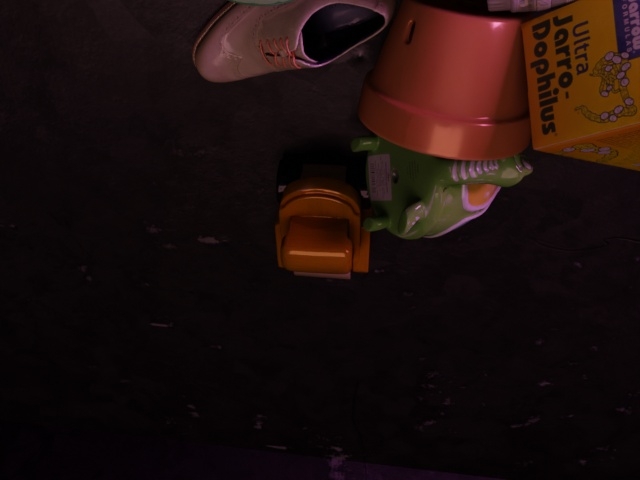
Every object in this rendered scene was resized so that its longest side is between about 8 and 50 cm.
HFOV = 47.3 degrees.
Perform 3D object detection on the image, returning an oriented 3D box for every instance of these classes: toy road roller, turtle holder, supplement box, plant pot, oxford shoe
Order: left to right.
[{"bbox_3d":[-0.059,-0.346,1.214,0.397,0.146,0.140,-19,132,27],"label":"oxford shoe"},{"bbox_3d":[0.000,0.000,1.514,0.202,0.241,0.329,4,138,5],"label":"toy road roller"},{"bbox_3d":[0.217,-0.138,1.320,0.227,0.243,0.320,-6,155,-24],"label":"turtle holder"},{"bbox_3d":[0.216,-0.280,1.169,0.290,0.291,0.203,8,122,0],"label":"plant pot"},{"bbox_3d":[0.487,-0.226,1.087,0.356,0.194,0.195,3,170,-41],"label":"supplement box"}]

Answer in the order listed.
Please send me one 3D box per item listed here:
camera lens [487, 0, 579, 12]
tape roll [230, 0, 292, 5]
[{"bbox_3d":[0.358,-0.437,0.996,0.274,0.219,0.219,-6,136,15],"label":"camera lens"},{"bbox_3d":[-0.086,-0.501,1.026,0.321,0.077,0.321,2,117,4],"label":"tape roll"}]
